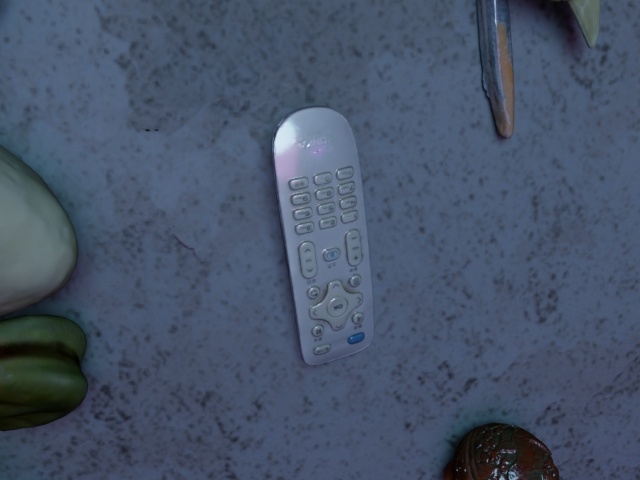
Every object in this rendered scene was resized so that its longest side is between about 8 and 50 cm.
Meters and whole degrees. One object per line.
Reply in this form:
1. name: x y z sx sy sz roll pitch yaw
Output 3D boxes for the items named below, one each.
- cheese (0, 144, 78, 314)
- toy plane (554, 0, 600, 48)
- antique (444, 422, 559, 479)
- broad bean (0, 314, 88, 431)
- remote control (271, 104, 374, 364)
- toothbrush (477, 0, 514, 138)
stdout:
1. cheese: -0.389 0.019 0.430 0.351 0.129 0.328 34 96 -12
2. toy plane: 0.220 -0.285 0.441 0.241 0.104 0.256 19 105 -31
3. antique: 0.172 0.220 0.569 0.104 0.104 0.104 -2 105 -7
4. broad bean: -0.289 0.118 0.475 0.206 0.153 0.072 -16 62 -6
5. remote control: 0.000 0.000 0.520 0.073 0.044 0.229 -16 115 -19
6. toothbrush: 0.125 -0.264 0.470 0.037 0.028 0.376 -12 106 -11
